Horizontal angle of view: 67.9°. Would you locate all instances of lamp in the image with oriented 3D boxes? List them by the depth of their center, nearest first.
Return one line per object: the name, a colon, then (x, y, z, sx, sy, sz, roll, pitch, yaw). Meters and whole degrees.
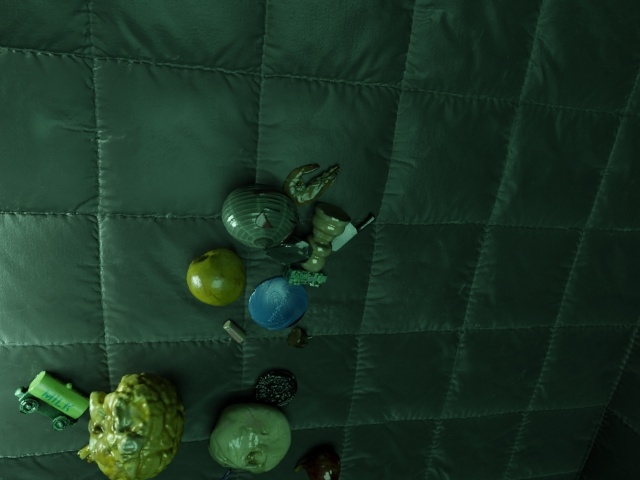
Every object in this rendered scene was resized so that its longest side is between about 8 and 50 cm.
lamp: (-0.202, -0.078, 1.629, 0.265, 0.233, 0.233, 17, 108, -42)

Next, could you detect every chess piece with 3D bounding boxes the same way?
chess piece: (0.000, 0.000, 1.773, 0.143, 0.142, 0.260, 17, 111, -20)

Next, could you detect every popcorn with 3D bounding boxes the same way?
popcorn: (-0.665, 0.696, 1.775, 0.354, 0.344, 0.390, -40, 129, -13)

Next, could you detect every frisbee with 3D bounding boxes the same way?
frisbee: (-0.163, 0.257, 1.885, 0.242, 0.045, 0.242, -5, 114, -11)

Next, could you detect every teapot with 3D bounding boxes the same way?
teapot: (-0.086, 0.410, 1.953, 0.121, 0.076, 0.068, -33, 129, 31)

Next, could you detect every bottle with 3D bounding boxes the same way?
bottle: (-0.339, 0.360, 1.882, 0.045, 0.045, 0.096, -40, 113, 4)

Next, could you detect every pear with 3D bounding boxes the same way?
pear: (-0.367, 0.137, 1.700, 0.209, 0.209, 0.208, -5, 113, -12)

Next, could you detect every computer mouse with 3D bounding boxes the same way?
computer mouse: (-0.115, 0.029, 1.743, 0.126, 0.231, 0.071, 38, 56, -31)

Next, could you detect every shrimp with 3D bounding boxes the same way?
shrimp: (-0.033, -0.217, 1.728, 0.236, 0.053, 0.133, -34, 96, 5)

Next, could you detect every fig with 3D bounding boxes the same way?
fig: (-0.011, 1.047, 2.194, 0.207, 0.175, 0.175, 11, 110, 2)

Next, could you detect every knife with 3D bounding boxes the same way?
knife: (0.112, -0.032, 1.849, 0.230, 0.028, 0.060, -40, 103, 8)

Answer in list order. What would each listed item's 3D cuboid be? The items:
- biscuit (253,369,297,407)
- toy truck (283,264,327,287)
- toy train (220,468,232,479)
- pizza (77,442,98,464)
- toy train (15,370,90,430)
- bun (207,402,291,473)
biscuit: (-0.189, 0.634, 2.026, 0.195, 0.053, 0.194, -5, 113, -12)
toy truck: (-0.060, 0.133, 1.853, 0.175, 0.081, 0.067, 6, 112, -36)
toy train: (-0.430, 1.077, 2.169, 0.017, 0.017, 0.083, 31, 101, -24)
pizza: (-0.843, 0.888, 1.965, 0.292, 0.058, 0.197, 0, 113, -14)
toy train: (-0.998, 0.598, 1.790, 0.157, 0.105, 0.253, -47, 117, -7)
bun: (-0.301, 0.842, 1.981, 0.361, 0.213, 0.361, -3, 123, -5)
